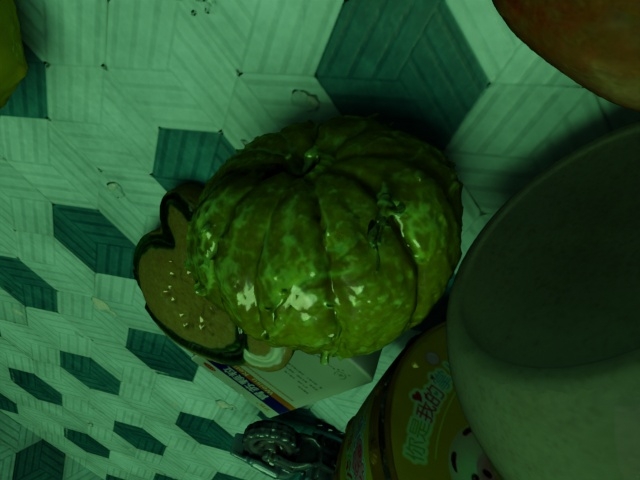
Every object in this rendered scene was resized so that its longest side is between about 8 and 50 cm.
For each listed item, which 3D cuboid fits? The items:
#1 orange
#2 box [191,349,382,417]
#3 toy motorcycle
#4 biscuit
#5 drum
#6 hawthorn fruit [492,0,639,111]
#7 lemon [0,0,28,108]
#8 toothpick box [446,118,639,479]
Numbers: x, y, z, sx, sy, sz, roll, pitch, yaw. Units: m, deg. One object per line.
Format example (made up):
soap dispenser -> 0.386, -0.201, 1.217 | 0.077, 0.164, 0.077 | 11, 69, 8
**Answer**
orange -> 0.000, 0.000, 0.569 | 0.301, 0.300, 0.223 | 2, 127, 18
box -> -0.062, 0.187, 0.916 | 0.200, 0.106, 0.299 | 42, 132, -15
toy motorcycle -> -0.024, 0.535, 1.186 | 0.416, 0.172, 0.232 | 34, 130, -22
biscuit -> -0.180, 0.058, 0.800 | 0.344, 0.057, 0.287 | 8, 114, 36
drum -> 0.240, 0.324, 0.699 | 0.431, 0.431, 0.214 | 24, 136, 1
hawthorn fruit -> 0.216, -0.203, 0.377 | 0.251, 0.199, 0.199 | 20, 138, 25
lemon -> -0.480, -0.236, 0.606 | 0.288, 0.233, 0.233 | -10, 127, 33
toothpick box -> 0.358, 0.130, 0.470 | 0.425, 0.408, 0.409 | 43, 133, -15
